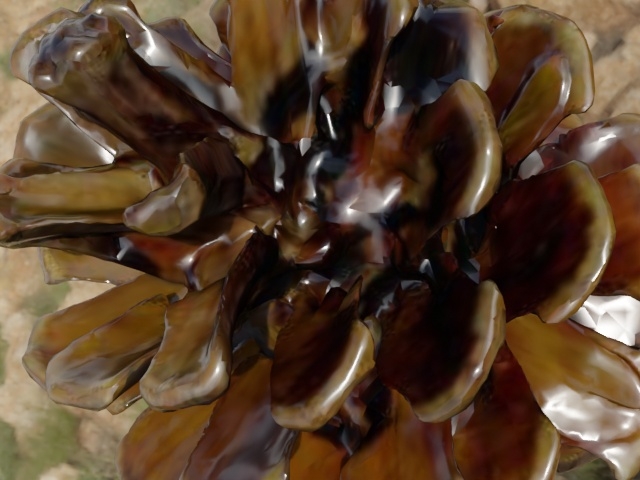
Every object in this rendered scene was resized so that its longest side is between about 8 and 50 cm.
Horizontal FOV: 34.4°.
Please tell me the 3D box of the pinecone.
[{"bbox_3d":[0.000,0.000,0.537,0.384,0.384,0.384,-28,50,40],"label":"pinecone"}]
